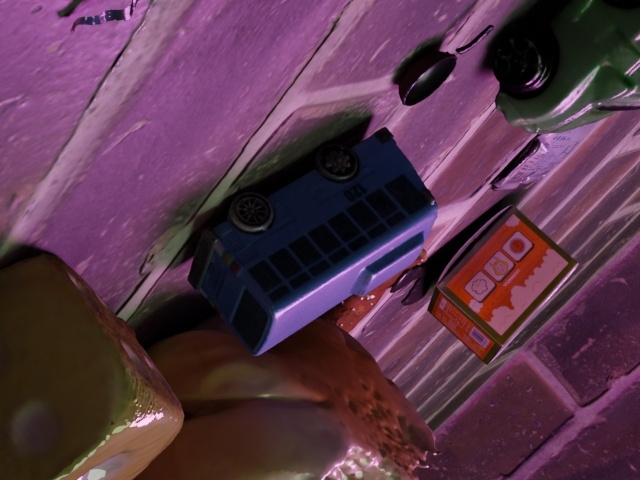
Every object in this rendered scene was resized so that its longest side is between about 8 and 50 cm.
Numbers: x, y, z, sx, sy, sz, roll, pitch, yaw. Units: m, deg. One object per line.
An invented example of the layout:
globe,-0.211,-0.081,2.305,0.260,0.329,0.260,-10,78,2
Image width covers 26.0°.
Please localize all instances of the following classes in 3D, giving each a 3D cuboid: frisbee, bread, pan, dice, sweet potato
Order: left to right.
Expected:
dice,-0.225,0.127,1.112,0.169,0.169,0.166,-38,164,-4
bread,-0.043,0.197,1.559,0.329,0.245,0.424,-3,177,24
sweet potato,0.027,0.090,1.813,0.072,0.066,0.314,-12,152,-47
frisbee,0.183,0.032,2.113,0.187,0.012,0.211,-42,165,6
pan,0.119,-0.176,1.343,0.115,0.023,0.068,-41,164,13

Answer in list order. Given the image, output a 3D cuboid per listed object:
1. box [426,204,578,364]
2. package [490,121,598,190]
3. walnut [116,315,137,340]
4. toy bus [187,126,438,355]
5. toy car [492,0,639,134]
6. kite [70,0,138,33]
box,0.274,0.070,2.144,0.177,0.148,0.195,-47,170,-9
package,0.336,-0.135,1.980,0.173,0.027,0.171,-49,159,28
walnut,-0.205,0.108,1.282,0.082,0.079,0.096,1,170,-1
toy bus,0.000,0.000,1.354,0.234,0.133,0.116,-31,162,-28
toy car,0.351,-0.231,1.455,0.359,0.176,0.213,-48,162,29
kite,-0.026,-0.235,0.856,0.310,0.015,0.169,-35,164,-26
